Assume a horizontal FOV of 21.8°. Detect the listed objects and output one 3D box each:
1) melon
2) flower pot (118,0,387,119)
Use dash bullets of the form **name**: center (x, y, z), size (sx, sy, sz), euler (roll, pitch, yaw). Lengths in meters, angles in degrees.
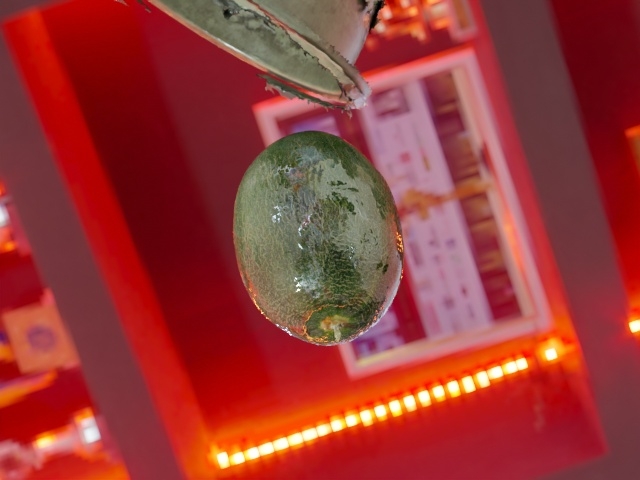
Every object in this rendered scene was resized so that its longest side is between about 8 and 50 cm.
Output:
- **melon**: center (0.000, 0.000, 1.114), size (0.114, 0.114, 0.167), euler (69, -173, -49)
- **flower pot**: center (-0.026, -0.270, 1.297), size (0.290, 0.259, 0.290), euler (32, 176, 2)
